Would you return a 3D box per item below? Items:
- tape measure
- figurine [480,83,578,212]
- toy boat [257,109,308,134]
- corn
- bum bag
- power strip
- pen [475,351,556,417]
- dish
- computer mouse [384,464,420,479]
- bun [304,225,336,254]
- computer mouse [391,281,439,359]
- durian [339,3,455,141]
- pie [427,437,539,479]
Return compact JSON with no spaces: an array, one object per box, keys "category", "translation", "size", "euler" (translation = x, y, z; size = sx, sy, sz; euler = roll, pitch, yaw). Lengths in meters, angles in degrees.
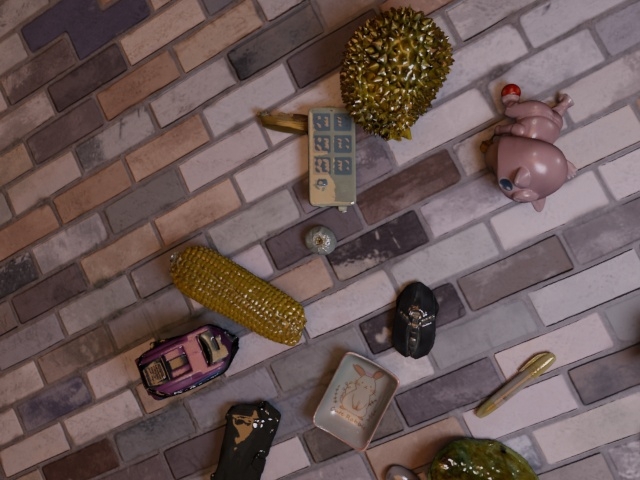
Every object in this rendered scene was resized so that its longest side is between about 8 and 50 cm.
[{"category":"tape measure","translation":[-0.329,0.294,1.198],"size":[0.245,0.231,0.149],"euler":[-25,84,-5]},{"category":"figurine","translation":[0.465,-0.210,1.073],"size":[0.186,0.176,0.287],"euler":[-4,70,53]},{"category":"toy boat","translation":[-0.092,-0.307,1.225],"size":[0.149,0.047,0.048],"euler":[10,80,7]},{"category":"corn","translation":[-0.209,0.138,1.217],"size":[0.387,0.144,0.143],"euler":[28,97,5]},{"category":"bum bag","translation":[-0.209,0.566,1.257],"size":[0.142,0.080,0.326],"euler":[19,92,4]},{"category":"power strip","translation":[0.028,-0.204,1.188],"size":[0.118,0.046,0.270],"euler":[-1,92,-5]},{"category":"pen","translation":[0.458,0.341,1.129],"size":[0.233,0.032,0.040],"euler":[-43,59,10]},{"category":"dish","translation":[0.091,0.390,1.185],"size":[0.151,0.077,0.212],"euler":[27,97,12]},{"category":"computer mouse","translation":[0.206,0.603,1.183],"size":[0.096,0.039,0.066],"euler":[33,98,9]},{"category":"bun","translation":[0.000,0.000,1.212],"size":[0.083,0.045,0.083],"euler":[1,96,12]},{"category":"computer mouse","translation":[0.231,0.196,1.158],"size":[0.106,0.062,0.192],"euler":[7,91,12]},{"category":"durian","translation":[0.158,-0.378,1.078],"size":[0.258,0.258,0.292],"euler":[27,103,10]},{"category":"pie","translation":[0.376,0.578,1.062],"size":[0.277,0.078,0.276],"euler":[-1,54,1]}]
